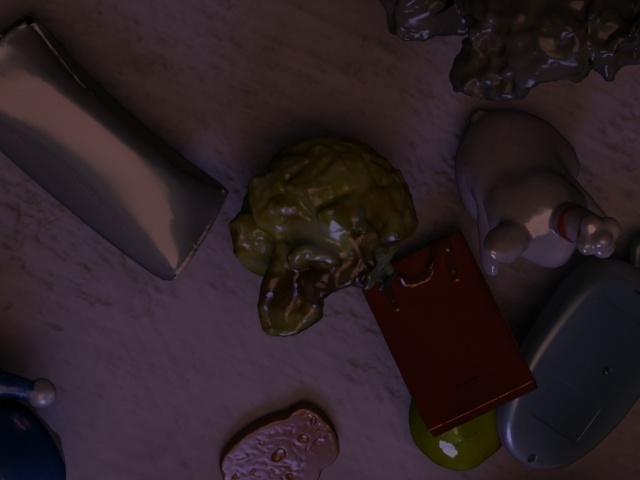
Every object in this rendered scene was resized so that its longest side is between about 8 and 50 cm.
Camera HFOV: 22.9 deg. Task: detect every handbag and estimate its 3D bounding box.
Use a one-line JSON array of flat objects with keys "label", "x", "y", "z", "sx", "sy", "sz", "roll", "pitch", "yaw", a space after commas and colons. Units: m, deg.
[{"label": "handbag", "x": 0.135, "y": 0.098, "z": 1.692, "sx": 0.127, "sy": 0.063, "sz": 0.190, "roll": -26, "pitch": 70, "yaw": 5}]

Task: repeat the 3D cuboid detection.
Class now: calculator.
[{"label": "calculator", "x": 0.305, "y": 0.122, "z": 1.746, "sx": 0.185, "sy": 0.041, "sz": 0.299, "roll": 36, "pitch": 89, "yaw": -35}]

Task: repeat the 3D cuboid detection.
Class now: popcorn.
[{"label": "popcorn", "x": 0.000, "y": 0.000, "z": 1.617, "sx": 0.198, "sy": 0.212, "sz": 0.198, "roll": 12, "pitch": 145, "yaw": 8}]

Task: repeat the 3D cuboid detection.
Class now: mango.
[{"label": "mango", "x": 0.162, "y": 0.179, "z": 1.760, "sx": 0.117, "sy": 0.089, "sz": 0.163, "roll": 11, "pitch": 108, "yaw": -11}]

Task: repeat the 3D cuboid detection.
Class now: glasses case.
[{"label": "glasses case", "x": -0.237, "y": -0.097, "z": 1.615, "sx": 0.308, "sy": 0.083, "sz": 0.128, "roll": 42, "pitch": 94, "yaw": -19}]

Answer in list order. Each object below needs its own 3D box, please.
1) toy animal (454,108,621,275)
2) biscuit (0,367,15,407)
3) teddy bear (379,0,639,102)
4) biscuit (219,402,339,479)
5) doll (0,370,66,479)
[{"label": "toy animal", "x": 0.218, "y": -0.024, "z": 1.604, "sx": 0.140, "sy": 0.282, "sz": 0.138, "roll": -25, "pitch": 126, "yaw": 5}, {"label": "biscuit", "x": -0.441, "y": 0.115, "z": 1.696, "sx": 0.131, "sy": 0.026, "sz": 0.237, "roll": -30, "pitch": 113, "yaw": 5}, {"label": "teddy bear", "x": 0.196, "y": -0.297, "z": 1.447, "sx": 0.357, "sy": 0.367, "sz": 0.224, "roll": -34, "pitch": 134, "yaw": 9}, {"label": "biscuit", "x": -0.043, "y": 0.252, "z": 1.798, "sx": 0.140, "sy": 0.023, "sz": 0.118, "roll": -23, "pitch": 111, "yaw": 1}, {"label": "doll", "x": -0.374, "y": 0.199, "z": 1.657, "sx": 0.215, "sy": 0.161, "sz": 0.256, "roll": -20, "pitch": 98, "yaw": 15}]
